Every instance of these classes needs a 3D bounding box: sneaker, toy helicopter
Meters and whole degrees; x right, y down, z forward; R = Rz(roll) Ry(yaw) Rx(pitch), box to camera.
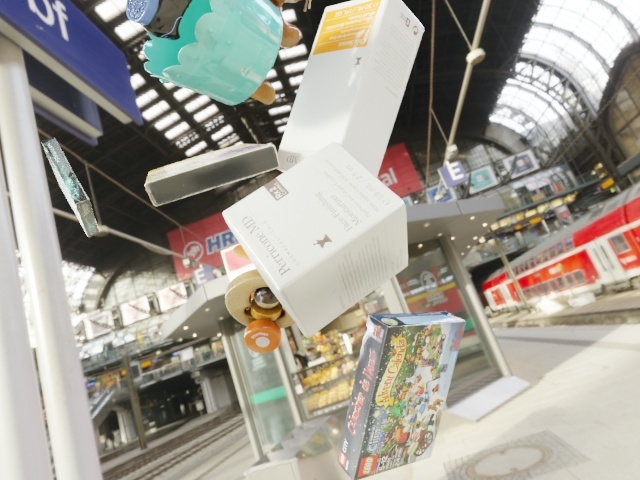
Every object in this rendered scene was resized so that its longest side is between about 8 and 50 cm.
[{"bbox_3d":[-0.250,-0.462,0.722,0.090,0.081,0.232,5,-70,-61],"label":"sneaker"},{"bbox_3d":[-0.044,0.091,0.949,0.354,0.140,0.235,-17,-58,7],"label":"toy helicopter"}]

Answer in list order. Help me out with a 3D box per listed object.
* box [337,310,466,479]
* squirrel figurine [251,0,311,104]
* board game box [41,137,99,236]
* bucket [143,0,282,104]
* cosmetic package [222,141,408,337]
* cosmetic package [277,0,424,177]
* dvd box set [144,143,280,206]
[{"bbox_3d":[0.121,0.222,0.631,0.159,0.233,0.044,3,12,-34],"label":"box"},{"bbox_3d":[-0.208,-0.633,1.104,0.397,0.281,0.370,13,-50,-43],"label":"squirrel figurine"},{"bbox_3d":[-0.460,-0.090,0.797,0.026,0.126,0.186,-28,-5,-27],"label":"board game box"},{"bbox_3d":[-0.226,-0.438,0.905,0.281,0.281,0.183,-30,-31,33],"label":"bucket"},{"bbox_3d":[0.000,0.000,0.581,0.183,0.151,0.151,-35,-34,-11],"label":"cosmetic package"},{"bbox_3d":[0.069,-0.365,1.097,0.230,0.454,0.161,15,-3,45],"label":"cosmetic package"},{"bbox_3d":[-0.309,-0.192,1.158,0.307,0.062,0.420,-21,19,-16],"label":"dvd box set"}]
